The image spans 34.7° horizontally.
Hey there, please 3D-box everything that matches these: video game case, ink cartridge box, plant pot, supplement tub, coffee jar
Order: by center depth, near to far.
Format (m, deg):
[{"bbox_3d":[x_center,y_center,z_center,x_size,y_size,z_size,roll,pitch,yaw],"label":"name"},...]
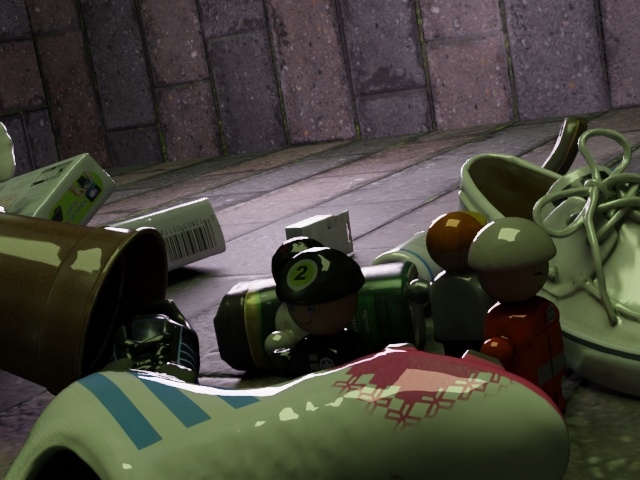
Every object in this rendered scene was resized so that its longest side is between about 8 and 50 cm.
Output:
[{"bbox_3d":[-0.241,0.051,0.880,0.165,0.167,0.167,14,15,11],"label":"plant pot"},{"bbox_3d":[-0.001,0.069,0.931,0.184,0.079,0.096,-8,10,12],"label":"coffee jar"},{"bbox_3d":[0.099,0.033,1.060,0.071,0.071,0.107,-4,12,30],"label":"supplement tub"},{"bbox_3d":[-0.395,0.021,1.210,0.270,0.061,0.244,-10,38,45],"label":"video game case"},{"bbox_3d":[0.000,0.000,1.350,0.029,0.062,0.115,0,14,34],"label":"ink cartridge box"},{"bbox_3d":[-0.374,0.045,1.471,0.385,0.091,0.308,-15,5,43],"label":"ink cartridge box"}]

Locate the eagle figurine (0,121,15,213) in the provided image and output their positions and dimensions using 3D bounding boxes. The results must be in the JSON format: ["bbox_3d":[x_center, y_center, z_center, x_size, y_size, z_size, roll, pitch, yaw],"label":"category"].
[{"bbox_3d":[-0.430,-0.033,1.032,0.226,0.225,0.298,-2,1,-13],"label":"eagle figurine"}]

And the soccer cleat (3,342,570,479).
[{"bbox_3d":[-0.033,0.139,0.563,0.331,0.116,0.143,-5,29,28],"label":"soccer cleat"}]

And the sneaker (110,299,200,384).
[{"bbox_3d":[-0.134,0.111,0.791,0.081,0.090,0.232,-10,10,-3],"label":"sneaker"}]

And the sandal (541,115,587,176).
[{"bbox_3d":[0.199,-0.038,1.044,0.060,0.219,0.090,29,2,4],"label":"sandal"}]

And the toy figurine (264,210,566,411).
[{"bbox_3d":[0.062,0.054,0.758,0.213,0.148,0.209,-11,10,-5],"label":"toy figurine"}]

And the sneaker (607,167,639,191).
[{"bbox_3d":[0.269,-0.013,0.995,0.091,0.126,0.240,-13,11,-19],"label":"sneaker"}]

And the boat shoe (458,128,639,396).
[{"bbox_3d":[0.217,-0.007,0.814,0.136,0.156,0.367,-16,22,-14],"label":"boat shoe"}]
